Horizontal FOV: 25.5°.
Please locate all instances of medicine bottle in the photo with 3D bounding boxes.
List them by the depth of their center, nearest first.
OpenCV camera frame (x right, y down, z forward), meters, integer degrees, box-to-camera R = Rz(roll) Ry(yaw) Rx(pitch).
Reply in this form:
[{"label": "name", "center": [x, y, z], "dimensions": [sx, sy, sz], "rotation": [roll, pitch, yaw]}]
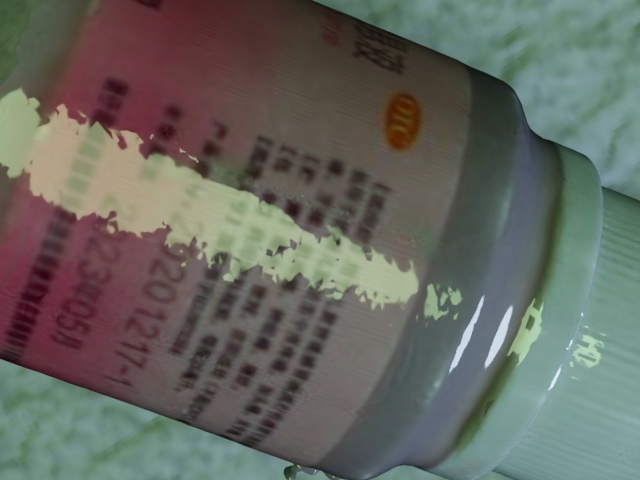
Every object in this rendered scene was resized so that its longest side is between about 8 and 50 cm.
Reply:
[{"label": "medicine bottle", "center": [0.000, 0.000, 0.454], "dimensions": [0.247, 0.147, 0.147], "rotation": [20, 96, -10]}]
